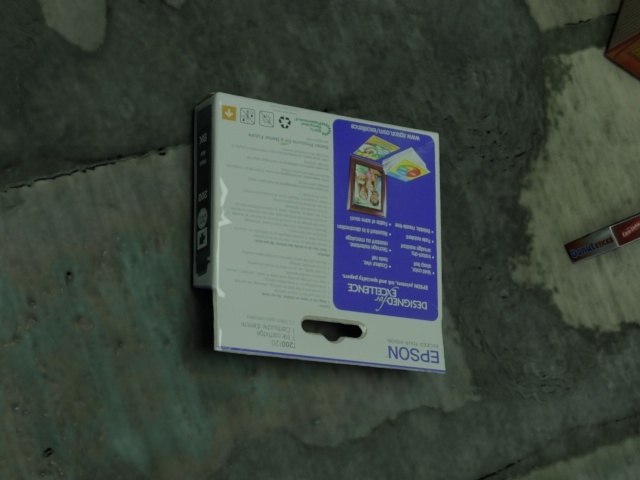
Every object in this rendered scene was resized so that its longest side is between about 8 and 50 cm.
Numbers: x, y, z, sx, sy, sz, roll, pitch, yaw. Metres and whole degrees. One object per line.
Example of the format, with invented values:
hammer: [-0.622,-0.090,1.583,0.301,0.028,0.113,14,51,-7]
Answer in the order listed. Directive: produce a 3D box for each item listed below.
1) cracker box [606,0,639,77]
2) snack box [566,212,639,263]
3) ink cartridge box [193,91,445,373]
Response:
cracker box: [0.376,-0.237,1.578,0.155,0.067,0.232,31,62,-18]
snack box: [0.303,-0.021,1.471,0.178,0.064,0.022,-21,87,-32]
ink cartridge box: [0.000,0.000,1.308,0.206,0.045,0.208,9,70,-27]
